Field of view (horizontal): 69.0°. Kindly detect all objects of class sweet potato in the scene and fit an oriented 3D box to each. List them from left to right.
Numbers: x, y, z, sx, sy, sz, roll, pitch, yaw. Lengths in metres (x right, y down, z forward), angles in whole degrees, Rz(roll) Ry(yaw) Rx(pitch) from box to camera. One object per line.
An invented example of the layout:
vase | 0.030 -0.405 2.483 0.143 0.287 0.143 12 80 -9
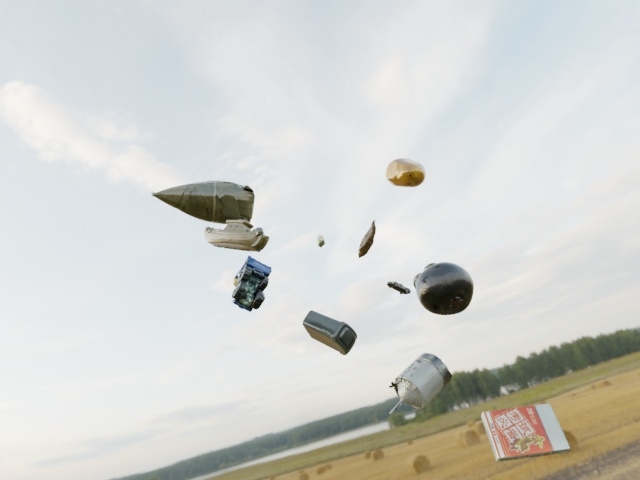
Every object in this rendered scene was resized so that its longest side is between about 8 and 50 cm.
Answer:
sweet potato | 0.228 -0.001 2.241 0.206 0.059 0.068 -69 -17 11

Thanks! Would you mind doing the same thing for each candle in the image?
candle | 0.439 0.672 2.138 0.330 0.187 0.187 -32 -13 -30

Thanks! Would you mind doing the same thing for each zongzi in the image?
zongzi | -0.600 -0.213 2.300 0.466 0.218 0.500 12 1 -23

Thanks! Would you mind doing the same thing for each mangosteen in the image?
mangosteen | 0.579 0.210 2.236 0.274 0.302 0.275 -7 -60 -12

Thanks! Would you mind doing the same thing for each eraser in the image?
eraser | 0.667 0.628 1.527 0.230 0.157 0.038 -8 -48 2

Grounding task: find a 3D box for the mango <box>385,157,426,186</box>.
mango | 0.461 -0.353 2.459 0.190 0.160 0.290 11 9 -8

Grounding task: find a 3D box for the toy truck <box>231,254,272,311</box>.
toy truck | -0.272 0.173 1.801 0.113 0.208 0.126 31 -46 -17

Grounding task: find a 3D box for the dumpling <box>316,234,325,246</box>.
dumpling | -0.001 0.001 2.428 0.043 0.060 0.077 -21 -27 1

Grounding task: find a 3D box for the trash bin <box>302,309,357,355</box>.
trash bin | 0.049 0.418 2.102 0.236 0.101 0.177 19 -27 32

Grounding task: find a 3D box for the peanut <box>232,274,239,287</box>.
peanut | -0.367 0.207 2.387 0.087 0.087 0.206 -29 -12 28

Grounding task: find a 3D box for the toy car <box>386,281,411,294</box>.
toy car | 0.269 0.160 1.603 0.093 0.025 0.041 31 -25 -22

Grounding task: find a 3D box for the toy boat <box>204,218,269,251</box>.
toy boat | -0.355 -0.029 1.938 0.320 0.122 0.089 5 -17 31
